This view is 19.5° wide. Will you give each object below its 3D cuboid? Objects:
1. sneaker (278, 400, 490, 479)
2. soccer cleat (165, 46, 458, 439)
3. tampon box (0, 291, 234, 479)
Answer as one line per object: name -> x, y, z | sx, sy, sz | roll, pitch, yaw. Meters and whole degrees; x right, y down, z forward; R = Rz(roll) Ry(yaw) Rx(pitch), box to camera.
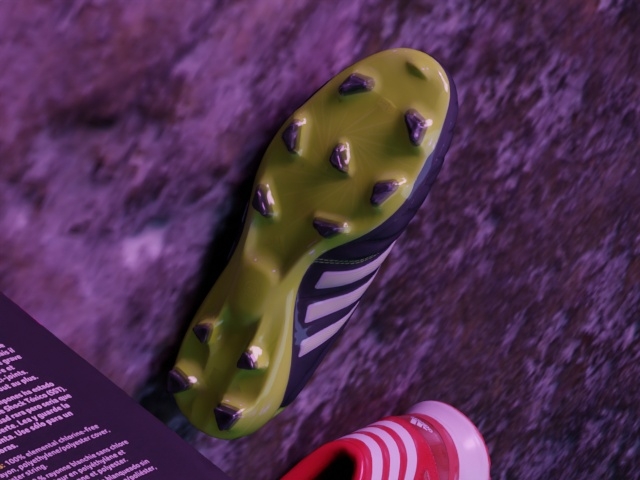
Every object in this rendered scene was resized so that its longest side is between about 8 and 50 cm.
sneaker -> -0.005, 0.183, 0.912 | 0.128, 0.087, 0.221 | -2, 111, -47
soccer cleat -> 0.000, 0.000, 0.723 | 0.179, 0.060, 0.072 | -58, 163, 21
tampon box -> -0.096, 0.115, 0.576 | 0.101, 0.161, 0.120 | -19, 138, -49
